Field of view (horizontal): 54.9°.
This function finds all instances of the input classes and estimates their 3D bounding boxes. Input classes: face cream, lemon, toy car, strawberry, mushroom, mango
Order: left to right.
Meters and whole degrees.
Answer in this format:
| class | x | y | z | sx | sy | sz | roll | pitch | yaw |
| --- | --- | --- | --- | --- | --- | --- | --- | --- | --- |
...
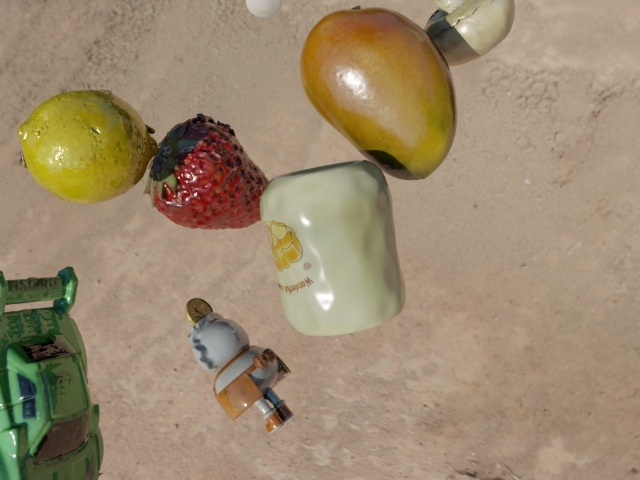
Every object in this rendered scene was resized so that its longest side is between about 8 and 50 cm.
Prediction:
| class | x | y | z | sx | sy | sz | roll | pitch | yaw |
| --- | --- | --- | --- | --- | --- | --- | --- | --- | --- |
| toy car | -0.444 | 0.236 | 0.949 | 0.176 | 0.213 | 0.358 | -25 | 77 | 26 |
| lemon | -0.351 | -0.143 | 0.944 | 0.206 | 0.173 | 0.173 | -12 | 54 | -27 |
| strawberry | -0.191 | -0.104 | 1.142 | 0.205 | 0.244 | 0.205 | -25 | 55 | 40 |
| face cream | -0.088 | -0.470 | 1.038 | 0.082 | 0.082 | 0.269 | -12 | 49 | 16 |
| mango | 0.089 | -0.210 | 0.844 | 0.254 | 0.139 | 0.175 | 42 | 114 | 0 |
| mushroom | 0.223 | -0.345 | 0.954 | 0.154 | 0.122 | 0.154 | -33 | 19 | 13 |

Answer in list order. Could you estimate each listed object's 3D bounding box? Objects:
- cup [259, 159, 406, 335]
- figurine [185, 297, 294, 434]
| class | x | y | z | sx | sy | sz | roll | pitch | yaw |
| --- | --- | --- | --- | --- | --- | --- | --- | --- | --- |
| cup | 0.020 | -0.003 | 0.857 | 0.173 | 0.255 | 0.202 | -10 | 99 | 6 |
| figurine | -0.145 | 0.214 | 1.086 | 0.143 | 0.143 | 0.271 | -26 | 91 | 8 |
